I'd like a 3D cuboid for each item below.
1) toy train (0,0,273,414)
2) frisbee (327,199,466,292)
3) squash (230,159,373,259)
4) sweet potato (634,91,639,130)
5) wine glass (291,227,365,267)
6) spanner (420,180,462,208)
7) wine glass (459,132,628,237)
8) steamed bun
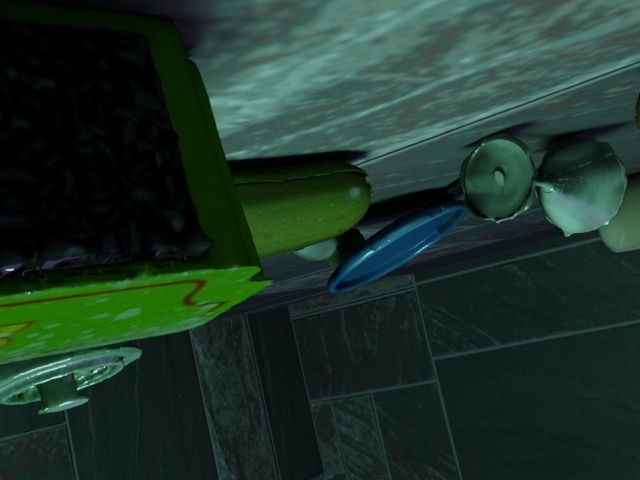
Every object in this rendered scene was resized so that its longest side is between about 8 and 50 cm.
[{"bbox_3d":[-0.183,-0.004,0.387,0.307,0.173,0.249,-6,162,-42],"label":"toy train"},{"bbox_3d":[0.109,0.002,1.191,0.242,0.045,0.242,-29,166,-8],"label":"frisbee"},{"bbox_3d":[-0.097,-0.020,0.715,0.341,0.094,0.094,-11,174,-34],"label":"squash"},{"bbox_3d":[0.305,-0.128,0.526,0.114,0.092,0.341,3,175,8],"label":"sweet potato"},{"bbox_3d":[0.000,0.000,1.147,0.074,0.074,0.262,-14,171,16],"label":"wine glass"},{"bbox_3d":[0.190,-0.075,1.086,0.054,0.015,0.254,-13,174,-11],"label":"spanner"},{"bbox_3d":[0.245,-0.062,0.885,0.183,0.122,0.122,-4,169,-44],"label":"wine glass"},{"bbox_3d":[0.619,-0.065,1.469,0.177,0.130,0.228,-20,179,-42],"label":"steamed bun"}]
